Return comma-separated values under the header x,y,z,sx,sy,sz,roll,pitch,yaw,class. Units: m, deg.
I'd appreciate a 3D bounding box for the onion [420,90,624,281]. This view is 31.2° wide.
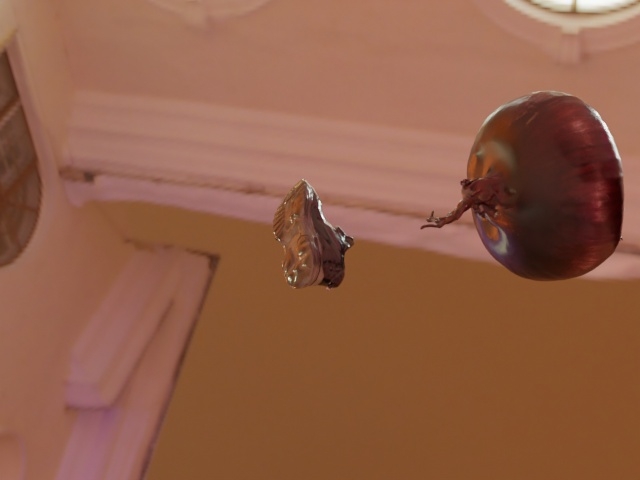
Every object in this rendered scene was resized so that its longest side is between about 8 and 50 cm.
x,y,z,sx,sy,sz,roll,pitch,yaw,class
0.289,-0.072,1.610,0.285,0.273,0.273,-8,-141,-22,onion

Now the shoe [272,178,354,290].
x,y,z,sx,sy,sz,roll,pitch,yaw,class
0.000,0.000,1.484,0.099,0.071,0.169,19,-137,-31,shoe
